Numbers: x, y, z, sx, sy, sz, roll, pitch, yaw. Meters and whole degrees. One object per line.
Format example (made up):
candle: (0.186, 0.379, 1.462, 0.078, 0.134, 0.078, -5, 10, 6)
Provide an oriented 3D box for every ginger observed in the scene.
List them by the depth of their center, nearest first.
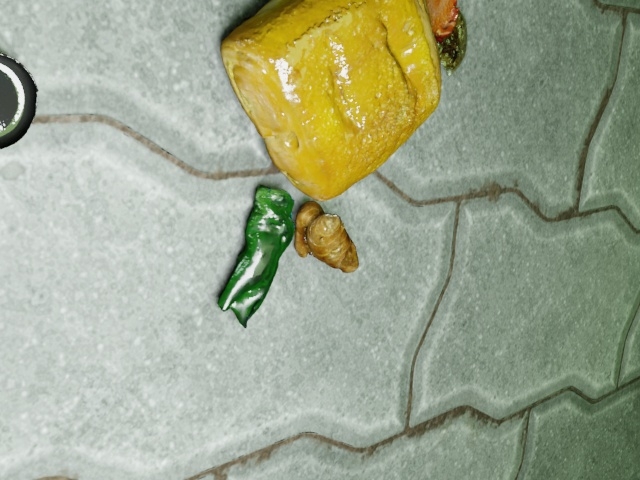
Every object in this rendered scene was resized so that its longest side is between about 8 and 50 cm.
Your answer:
ginger: (0.000, 0.000, 1.294, 0.073, 0.103, 0.162, -47, 145, -12)

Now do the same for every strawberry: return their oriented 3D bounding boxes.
strawberry: (0.175, -0.400, 1.338, 0.145, 0.086, 0.145, -13, 110, -39)

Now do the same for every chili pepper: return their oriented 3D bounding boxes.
chili pepper: (-0.094, 0.028, 1.236, 0.098, 0.061, 0.224, 17, 89, -53)

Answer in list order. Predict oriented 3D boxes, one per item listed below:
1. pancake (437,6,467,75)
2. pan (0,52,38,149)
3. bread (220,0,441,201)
pancake: (0.230, -0.370, 1.451, 0.129, 0.023, 0.116, 21, 88, -51)
pan: (-0.411, -0.158, 0.872, 0.212, 0.040, 0.114, 0, 104, -52)
bread: (0.049, -0.243, 1.204, 0.337, 0.148, 0.328, -39, 128, -18)
